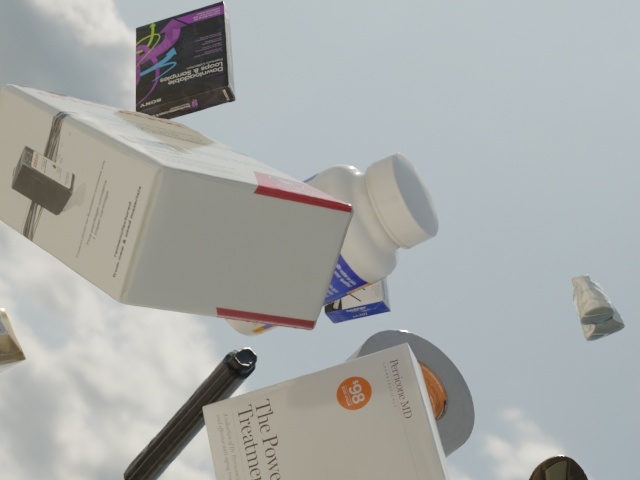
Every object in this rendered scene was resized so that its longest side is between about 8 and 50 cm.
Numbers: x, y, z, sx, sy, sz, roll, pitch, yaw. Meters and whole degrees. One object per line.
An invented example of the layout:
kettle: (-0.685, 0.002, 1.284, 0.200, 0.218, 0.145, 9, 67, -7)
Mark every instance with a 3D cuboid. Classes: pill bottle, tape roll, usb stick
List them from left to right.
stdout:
usb stick: (-0.186, 0.256, 2.160, 0.045, 0.077, 0.278, 45, -66, 9)
pill bottle: (0.000, 0.000, 1.850, 0.272, 0.152, 0.152, -25, -80, 21)
tape roll: (0.131, 0.249, 2.370, 0.219, 0.219, 0.072, 52, -49, 10)

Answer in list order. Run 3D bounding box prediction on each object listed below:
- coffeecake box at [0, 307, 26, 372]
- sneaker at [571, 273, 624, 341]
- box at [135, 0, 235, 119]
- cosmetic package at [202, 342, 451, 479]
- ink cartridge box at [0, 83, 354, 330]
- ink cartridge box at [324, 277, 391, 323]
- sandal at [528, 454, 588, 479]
coffeecake box: (-0.440, 0.146, 1.655, 0.068, 0.185, 0.142, 65, 19, 8)
sneaker: (0.346, 0.084, 1.916, 0.152, 0.054, 0.061, 54, 16, -65)
box: (-0.160, -0.208, 1.789, 0.029, 0.116, 0.162, 65, 13, -46)
cosmetic package: (0.028, 0.346, 1.889, 0.097, 0.284, 0.377, 64, 10, -60)
ink cartridge box: (-0.139, -0.031, 1.272, 0.273, 0.197, 0.114, 29, -76, 49)
ink cartridge box: (0.052, 0.021, 2.401, 0.046, 0.097, 0.207, 52, 29, -56)
sandal: (0.264, 0.341, 1.674, 0.060, 0.090, 0.219, 10, -60, 62)
